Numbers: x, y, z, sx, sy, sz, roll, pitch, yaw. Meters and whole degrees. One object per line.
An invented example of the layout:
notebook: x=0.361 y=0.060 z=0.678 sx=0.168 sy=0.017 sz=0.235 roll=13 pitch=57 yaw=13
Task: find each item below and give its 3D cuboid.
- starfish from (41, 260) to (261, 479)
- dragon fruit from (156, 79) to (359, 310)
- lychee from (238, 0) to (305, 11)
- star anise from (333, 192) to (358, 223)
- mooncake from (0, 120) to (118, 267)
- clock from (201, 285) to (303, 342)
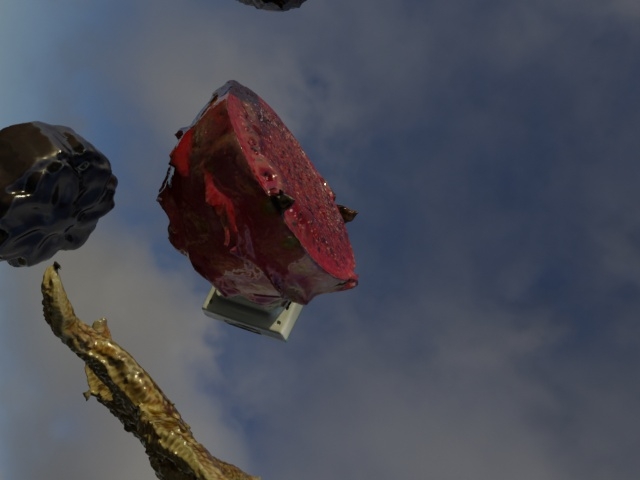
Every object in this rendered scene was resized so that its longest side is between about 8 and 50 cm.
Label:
starfish: x=-0.099 y=0.132 z=0.375 sx=0.236 sy=0.062 sz=0.277 roll=19 pitch=-38 yaw=45
dragon fruit: x=-0.114 y=-0.047 z=0.894 sx=0.249 sy=0.371 sz=0.386 roll=-29 pitch=-83 yaw=16
lychee: x=-0.083 y=-0.486 z=0.802 sx=0.267 sy=0.267 sz=0.267 roll=-13 pitch=-107 yaw=50
star anise: x=-0.010 y=-0.086 z=1.665 sx=0.212 sy=0.196 sz=0.111 roll=26 pitch=-66 yaw=25
mooncake: x=-0.515 y=-0.074 z=1.012 sx=0.141 sy=0.283 sz=0.283 roll=40 pitch=-63 yaw=17
clock: x=-0.171 y=0.129 z=1.499 sx=0.262 sy=0.116 sz=0.231 roll=14 pitch=-120 yaw=22
